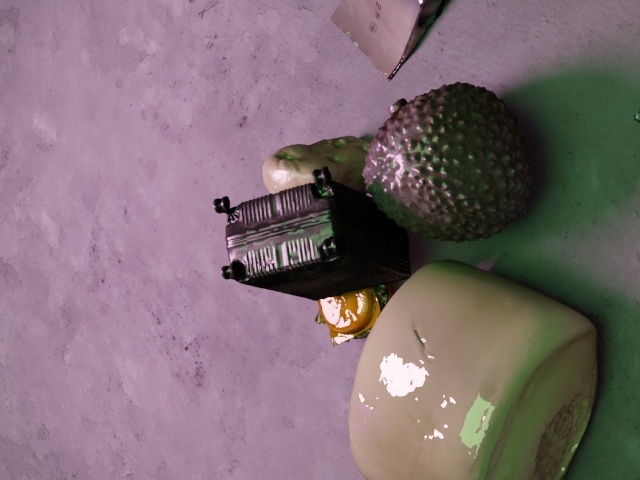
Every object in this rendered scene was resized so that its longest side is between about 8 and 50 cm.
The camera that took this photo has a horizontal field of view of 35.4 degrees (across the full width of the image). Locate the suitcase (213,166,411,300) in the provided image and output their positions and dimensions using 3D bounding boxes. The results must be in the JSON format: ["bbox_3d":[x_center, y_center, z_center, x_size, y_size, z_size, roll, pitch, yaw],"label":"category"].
[{"bbox_3d":[0.000,0.000,1.776,0.230,0.335,0.152,-14,75,26],"label":"suitcase"}]

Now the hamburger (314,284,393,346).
[{"bbox_3d":[0.067,0.118,1.978,0.190,0.093,0.163,-19,78,38],"label":"hamburger"}]

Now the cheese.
[{"bbox_3d":[0.016,-0.135,1.894,0.159,0.263,0.093,24,121,40],"label":"cheese"}]

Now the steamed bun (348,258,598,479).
[{"bbox_3d":[0.234,0.282,1.720,0.371,0.290,0.455,24,108,38],"label":"steamed bun"}]

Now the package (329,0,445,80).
[{"bbox_3d":[0.133,-0.463,1.914,0.204,0.062,0.250,54,136,24],"label":"package"}]

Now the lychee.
[{"bbox_3d":[0.215,-0.125,1.704,0.300,0.300,0.299,3,95,40],"label":"lychee"}]

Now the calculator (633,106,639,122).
[{"bbox_3d":[0.610,-0.258,1.542,0.161,0.021,0.261,43,118,30],"label":"calculator"}]
